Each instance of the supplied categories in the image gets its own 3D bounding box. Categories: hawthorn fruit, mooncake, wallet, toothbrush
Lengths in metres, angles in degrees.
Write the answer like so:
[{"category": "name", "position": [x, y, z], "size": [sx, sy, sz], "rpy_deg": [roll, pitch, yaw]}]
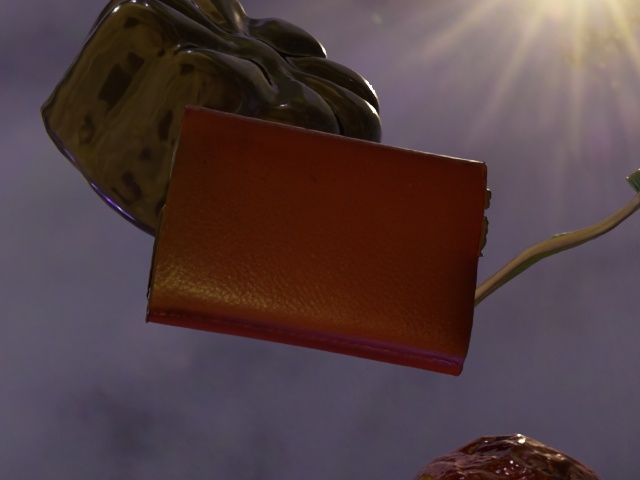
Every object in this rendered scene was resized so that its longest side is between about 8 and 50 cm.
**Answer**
[{"category": "hawthorn fruit", "position": [0.130, 0.214, 0.991], "size": [0.173, 0.179, 0.173], "rpy_deg": [-10, -110, 30]}, {"category": "mooncake", "position": [-0.085, -0.108, 1.209], "size": [0.306, 0.306, 0.154], "rpy_deg": [47, -66, 39]}, {"category": "wallet", "position": [0.000, 0.000, 0.877], "size": [0.204, 0.045, 0.142], "rpy_deg": [10, -105, -9]}, {"category": "toothbrush", "position": [0.155, 0.021, 1.035], "size": [0.263, 0.022, 0.026], "rpy_deg": [-39, -114, 25]}]
